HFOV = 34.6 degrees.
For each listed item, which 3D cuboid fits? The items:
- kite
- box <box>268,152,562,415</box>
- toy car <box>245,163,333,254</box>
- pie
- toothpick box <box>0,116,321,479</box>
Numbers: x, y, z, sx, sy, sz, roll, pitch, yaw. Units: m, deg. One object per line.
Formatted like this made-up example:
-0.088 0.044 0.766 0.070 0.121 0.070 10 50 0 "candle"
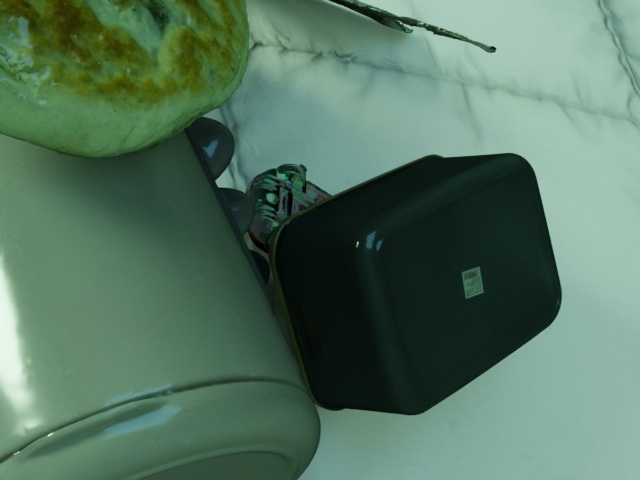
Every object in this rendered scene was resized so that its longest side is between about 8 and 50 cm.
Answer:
-0.002 -0.206 0.851 0.314 0.011 0.335 25 12 24 "kite"
0.075 0.025 0.716 0.201 0.090 0.145 -24 104 -39 "box"
0.000 0.000 0.759 0.142 0.055 0.069 31 46 -34 "toy car"
-0.129 -0.148 0.503 0.240 0.054 0.241 25 49 -33 "pie"
-0.140 0.011 0.566 0.229 0.229 0.316 -8 60 -33 "toothpick box"
